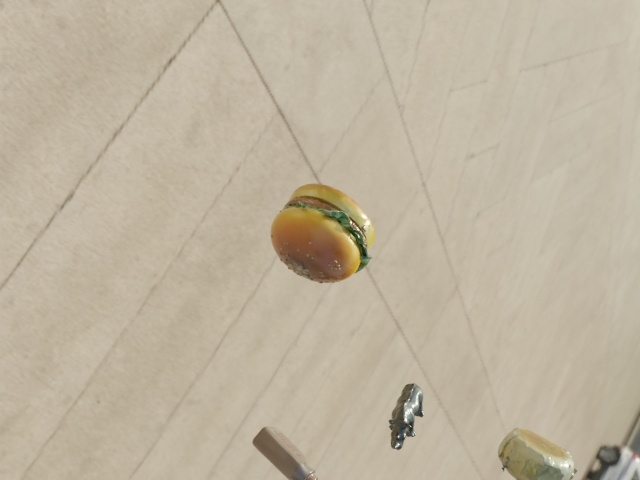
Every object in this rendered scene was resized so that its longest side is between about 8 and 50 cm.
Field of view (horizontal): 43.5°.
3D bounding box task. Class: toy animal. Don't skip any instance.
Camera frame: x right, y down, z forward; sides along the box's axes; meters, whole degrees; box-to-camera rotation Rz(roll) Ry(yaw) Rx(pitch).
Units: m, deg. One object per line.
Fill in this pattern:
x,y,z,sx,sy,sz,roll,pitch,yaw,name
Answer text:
0.136,0.289,1.308,0.136,0.047,0.065,-51,149,-51,toy animal

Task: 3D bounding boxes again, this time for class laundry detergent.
-0.077,0.639,2.306,0.076,0.237,0.171,-50,157,-3,laundry detergent

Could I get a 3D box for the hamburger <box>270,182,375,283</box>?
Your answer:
-0.001,-0.001,1.826,0.170,0.246,0.246,-56,152,-28,hamburger

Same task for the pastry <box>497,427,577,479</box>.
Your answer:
0.455,0.464,1.695,0.166,0.165,0.088,3,115,-61,pastry
